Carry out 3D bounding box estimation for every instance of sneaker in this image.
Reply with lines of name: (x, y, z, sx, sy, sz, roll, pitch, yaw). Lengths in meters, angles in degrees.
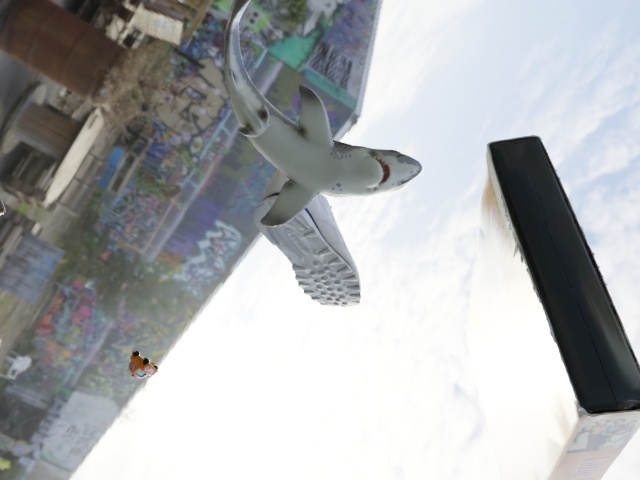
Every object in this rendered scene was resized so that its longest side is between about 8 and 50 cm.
sneaker: (0.000, 0.000, 0.825, 0.090, 0.235, 0.094, -10, -137, 22)

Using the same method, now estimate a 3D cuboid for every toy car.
toy car: (-0.313, 0.241, 1.121, 0.040, 0.060, 0.122, -51, 158, -18)

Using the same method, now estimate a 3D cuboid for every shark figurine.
shark figurine: (-0.036, -0.133, 0.673, 0.166, 0.278, 0.116, -41, 177, 21)

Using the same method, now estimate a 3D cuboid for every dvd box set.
dvd box set: (0.238, 0.136, 0.712, 0.420, 0.062, 0.307, 78, 5, -52)

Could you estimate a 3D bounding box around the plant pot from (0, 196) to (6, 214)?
plant pot: (-0.557, -0.063, 0.917, 0.096, 0.109, 0.109, -31, 170, 33)
